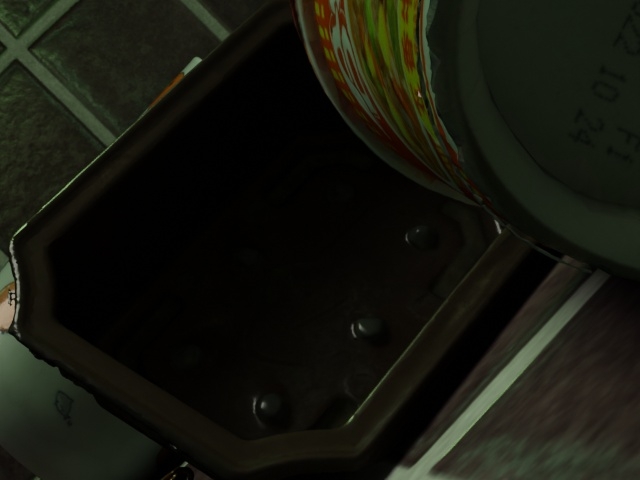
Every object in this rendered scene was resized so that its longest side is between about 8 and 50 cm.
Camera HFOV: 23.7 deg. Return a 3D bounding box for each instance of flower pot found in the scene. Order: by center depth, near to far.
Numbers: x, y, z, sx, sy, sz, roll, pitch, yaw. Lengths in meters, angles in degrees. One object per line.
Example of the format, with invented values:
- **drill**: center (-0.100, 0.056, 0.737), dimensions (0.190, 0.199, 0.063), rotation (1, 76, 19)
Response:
- **flower pot**: center (-0.005, 0.009, 0.665), dimensions (0.251, 0.179, 0.084), rotation (-48, -23, -32)

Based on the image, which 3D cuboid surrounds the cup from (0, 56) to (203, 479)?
- **cup**: center (-0.131, 0.039, 1.214), dimensions (0.317, 0.212, 0.212), rotation (-45, 3, 0)

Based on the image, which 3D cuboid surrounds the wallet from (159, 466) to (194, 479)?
- **wallet**: center (-0.141, 0.201, 0.969), dimensions (0.095, 0.026, 0.176), rotation (-50, 5, -35)

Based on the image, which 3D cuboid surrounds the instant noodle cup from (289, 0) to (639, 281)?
- **instant noodle cup**: center (0.082, -0.077, 0.461), dimensions (0.193, 0.193, 0.212), rotation (-45, 11, 9)
